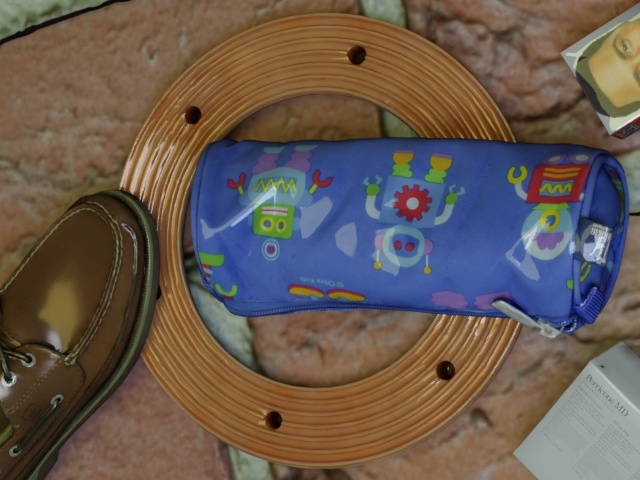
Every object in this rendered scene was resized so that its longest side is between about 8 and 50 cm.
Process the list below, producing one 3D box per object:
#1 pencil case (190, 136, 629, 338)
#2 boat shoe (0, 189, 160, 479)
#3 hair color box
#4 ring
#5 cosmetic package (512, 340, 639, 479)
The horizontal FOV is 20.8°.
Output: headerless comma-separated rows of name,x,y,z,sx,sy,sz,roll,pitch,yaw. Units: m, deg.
pencil case,0.059,-0.003,1.191,0.306,0.119,0.133,2,66,21
boat shoe,-0.225,0.099,1.318,0.111,0.104,0.307,35,106,27
hair color box,0.245,-0.136,1.199,0.141,0.043,0.072,-33,78,17
ring,0.000,0.000,1.295,0.337,0.032,0.336,-1,87,21
cosmetic package,0.251,0.187,1.164,0.239,0.060,0.099,45,125,16
